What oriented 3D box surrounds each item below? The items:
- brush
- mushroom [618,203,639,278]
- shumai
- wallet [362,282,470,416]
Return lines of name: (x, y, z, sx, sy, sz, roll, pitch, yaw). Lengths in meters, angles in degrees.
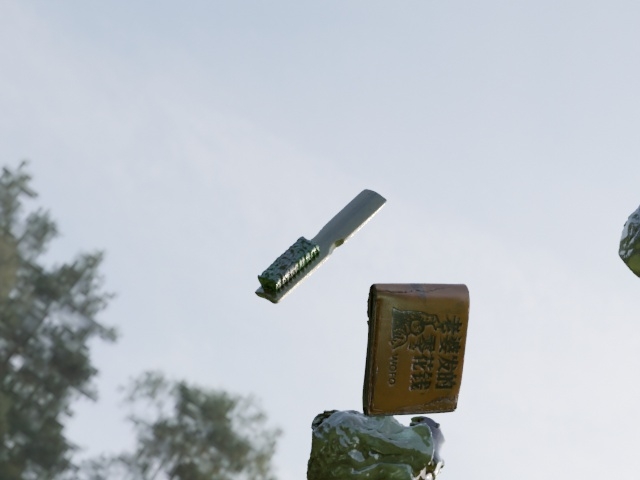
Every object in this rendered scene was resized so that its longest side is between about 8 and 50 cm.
brush: (0.000, 0.000, 2.228, 0.054, 0.282, 0.048, 27, -35, 35)
mushroom: (0.369, 0.033, 1.411, 0.092, 0.223, 0.081, -6, -63, 4)
shumai: (0.108, 0.401, 2.366, 0.218, 0.189, 0.256, -10, -35, 26)
wallet: (0.137, 0.156, 1.943, 0.042, 0.161, 0.195, 24, -69, 59)
